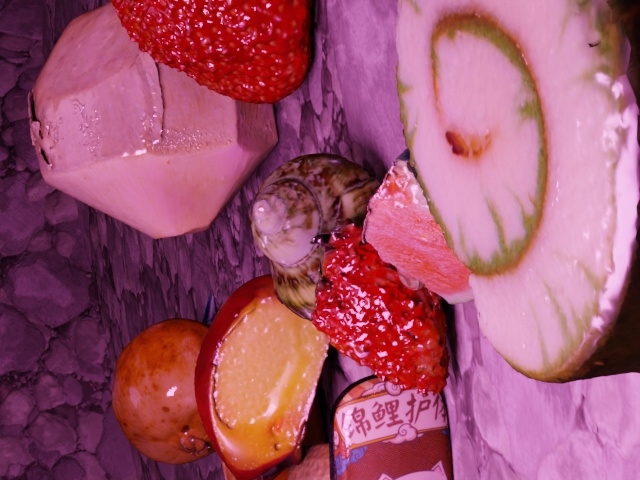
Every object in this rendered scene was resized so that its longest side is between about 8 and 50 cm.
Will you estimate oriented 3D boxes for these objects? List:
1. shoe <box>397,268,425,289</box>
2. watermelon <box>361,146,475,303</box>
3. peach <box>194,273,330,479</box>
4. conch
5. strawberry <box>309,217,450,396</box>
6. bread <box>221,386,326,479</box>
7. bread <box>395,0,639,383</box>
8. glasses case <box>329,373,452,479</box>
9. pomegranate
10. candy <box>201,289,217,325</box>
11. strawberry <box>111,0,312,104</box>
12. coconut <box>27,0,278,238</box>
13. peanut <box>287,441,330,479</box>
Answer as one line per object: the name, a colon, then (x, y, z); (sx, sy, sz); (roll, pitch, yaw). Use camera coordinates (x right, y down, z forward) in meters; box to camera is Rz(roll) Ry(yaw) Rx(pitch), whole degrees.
shoe: (0.103, -0.010, 1.446); (0.072, 0.069, 0.109); (-11, 90, 59)
watermelon: (0.123, -0.049, 1.317); (0.231, 0.128, 0.146); (99, -166, -70)
peach: (-0.081, 0.173, 1.890); (0.154, 0.158, 0.267); (-147, 70, -83)
conch: (0.000, 0.000, 1.618); (0.124, 0.181, 0.187); (-137, 67, -74)
strawberry: (0.064, 0.057, 1.496); (0.085, 0.140, 0.192); (118, 150, -62)
bread: (-0.065, 0.260, 2.018); (0.107, 0.136, 0.241); (164, 99, -73)
bread: (0.177, -0.083, 1.057); (0.366, 0.129, 0.382); (-147, 51, -66)
glasses case: (0.076, 0.294, 1.578); (0.082, 0.122, 0.321); (-141, 46, -69)
pomegranate: (-0.226, 0.248, 2.416); (0.248, 0.248, 0.248); (172, 90, -74)
candy: (-0.194, 0.164, 2.588); (0.088, 0.038, 0.136); (109, 159, -51)
strawberry: (-0.124, -0.299, 1.794); (0.261, 0.261, 0.258); (145, 117, -72)
coconut: (-0.225, -0.167, 2.035); (0.352, 0.352, 0.353); (172, 90, -74)
peanut: (0.008, 0.297, 1.866); (0.083, 0.093, 0.194); (44, 168, -8)
